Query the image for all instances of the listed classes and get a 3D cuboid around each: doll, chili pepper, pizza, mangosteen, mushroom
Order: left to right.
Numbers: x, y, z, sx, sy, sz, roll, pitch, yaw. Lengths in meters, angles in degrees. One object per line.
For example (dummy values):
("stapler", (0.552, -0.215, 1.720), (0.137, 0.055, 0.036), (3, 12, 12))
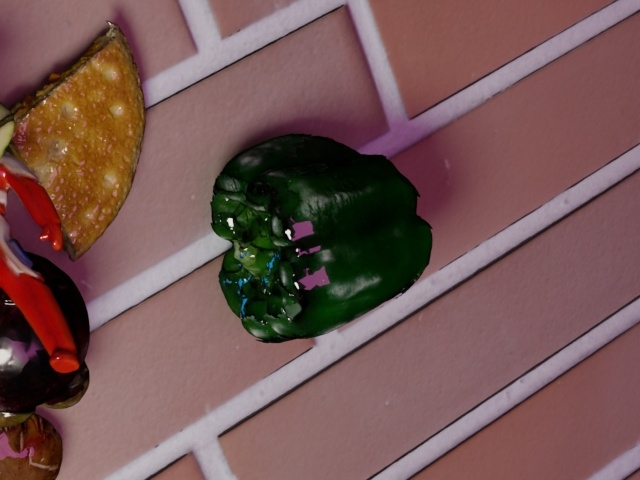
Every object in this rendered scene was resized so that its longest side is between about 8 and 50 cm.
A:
("doll", (-0.375, -0.012, 1.754), (0.188, 0.384, 0.099), (-22, 154, 5))
("mangosteen", (-0.362, 0.110, 1.853), (0.210, 0.210, 0.209), (-8, 105, -29))
("mushroom", (-0.369, 0.253, 1.942), (0.135, 0.080, 0.170), (20, 94, -43))
("pizza", (-0.300, -0.120, 1.907), (0.197, 0.058, 0.292), (2, 100, -39))
("chili pepper", (0.000, 0.000, 2.021), (0.257, 0.233, 0.248), (-19, 115, -33))

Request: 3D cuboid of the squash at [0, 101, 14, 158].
("squash", (-0.470, -0.130, 1.715), (0.169, 0.252, 0.093), (-42, 156, -35))
